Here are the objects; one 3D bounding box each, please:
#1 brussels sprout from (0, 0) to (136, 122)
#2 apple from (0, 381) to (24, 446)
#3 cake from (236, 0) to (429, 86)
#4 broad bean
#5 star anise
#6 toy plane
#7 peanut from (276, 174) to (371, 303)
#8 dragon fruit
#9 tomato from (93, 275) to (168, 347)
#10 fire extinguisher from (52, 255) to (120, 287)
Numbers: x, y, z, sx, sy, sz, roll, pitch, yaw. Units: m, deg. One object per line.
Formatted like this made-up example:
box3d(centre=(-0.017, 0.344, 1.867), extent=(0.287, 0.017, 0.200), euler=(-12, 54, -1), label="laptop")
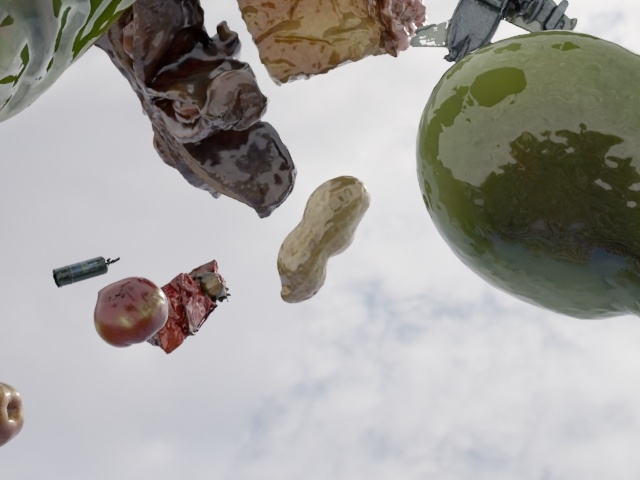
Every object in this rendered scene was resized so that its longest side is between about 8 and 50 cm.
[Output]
box3d(centre=(-0.200, -0.194, 0.540), extent=(0.268, 0.344, 0.344), euler=(30, -125, 17), label="brussels sprout")
box3d(centre=(-0.584, 0.309, 1.847), extent=(0.102, 0.126, 0.126), euler=(-7, -145, 21), label="apple")
box3d(centre=(0.016, -0.432, 1.760), extent=(0.293, 0.314, 0.307), euler=(-15, -175, 16), label="cake")
box3d(centre=(0.208, -0.036, 0.817), extent=(0.238, 0.291, 0.119), euler=(-57, 180, 44), label="broad bean")
box3d(centre=(-0.092, -0.116, 0.828), extent=(0.099, 0.214, 0.220), euler=(-44, -169, -13), label="star anise")
box3d(centre=(0.191, -0.292, 1.056), extent=(0.262, 0.192, 0.088), euler=(-64, -178, 7), label="toy plane")
box3d(centre=(-0.001, 0.000, 1.645), extent=(0.228, 0.104, 0.085), euler=(-57, -137, 9), label="peanut")
box3d(centre=(-0.221, 0.115, 1.760), extent=(0.192, 0.092, 0.122), euler=(-38, 169, -44), label="dragon fruit")
box3d(centre=(-0.217, 0.078, 1.195), extent=(0.087, 0.075, 0.087), euler=(-26, -164, 8), label="tomato")
box3d(centre=(-0.297, 0.038, 1.334), extent=(0.083, 0.025, 0.038), euler=(-18, 172, -26), label="fire extinguisher")
